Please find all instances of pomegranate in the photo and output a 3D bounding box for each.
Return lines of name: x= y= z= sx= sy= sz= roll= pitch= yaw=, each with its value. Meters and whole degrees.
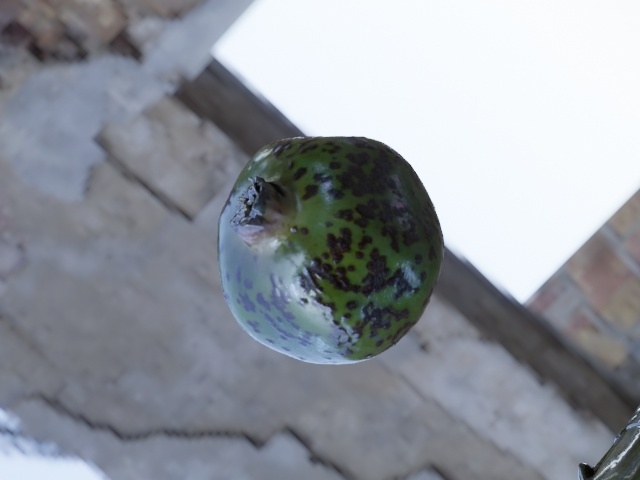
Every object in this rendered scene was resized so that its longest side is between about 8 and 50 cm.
pomegranate: x=0.000 y=0.000 z=2.003 sx=0.270 sy=0.254 sz=0.254 roll=32 pitch=-163 yaw=-45

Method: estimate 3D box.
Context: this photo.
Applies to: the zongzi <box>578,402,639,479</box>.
zongzi: x=0.336 y=0.178 z=1.341 sx=0.138 sy=0.286 sz=0.300 roll=7 pitch=142 yaw=52
